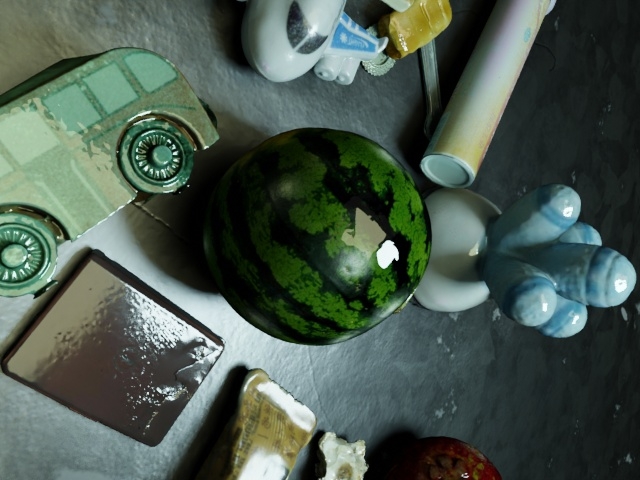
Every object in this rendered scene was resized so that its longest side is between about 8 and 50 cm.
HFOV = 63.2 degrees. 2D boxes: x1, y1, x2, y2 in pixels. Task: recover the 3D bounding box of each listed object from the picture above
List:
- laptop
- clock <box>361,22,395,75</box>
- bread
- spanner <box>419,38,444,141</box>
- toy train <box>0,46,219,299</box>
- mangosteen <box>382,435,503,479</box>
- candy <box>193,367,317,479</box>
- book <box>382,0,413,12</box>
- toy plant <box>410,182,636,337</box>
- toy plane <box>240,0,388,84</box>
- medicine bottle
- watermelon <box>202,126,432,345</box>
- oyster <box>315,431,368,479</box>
[{"bbox_3d":[-0.222,0.128,0.591,0.207,0.026,0.154,45,69,-33],"label":"laptop"},{"bbox_3d":[0.089,-0.295,0.807,0.083,0.010,0.074,-46,122,-26],"label":"clock"},{"bbox_3d":[0.147,-0.339,0.805,0.132,0.053,0.074,-40,116,-23],"label":"bread"},{"bbox_3d":[0.181,-0.319,0.878,0.071,0.017,0.302,-22,108,-36],"label":"spanner"},{"bbox_3d":[-0.243,-0.065,0.486,0.326,0.129,0.159,-43,114,-27],"label":"toy train"},{"bbox_3d":[0.201,0.461,0.876,0.215,0.215,0.258,-27,134,-35],"label":"mangosteen"},{"bbox_3d":[-0.104,0.312,0.667,0.143,0.101,0.271,43,62,-29],"label":"candy"},{"bbox_3d":[-0.014,-0.460,0.581,0.388,0.032,0.269,31,70,-13],"label":"book"},{"bbox_3d":[0.317,0.032,0.830,0.247,0.332,0.247,-7,100,-41],"label":"toy plant"},{"bbox_3d":[-0.013,-0.318,0.650,0.266,0.122,0.267,-7,102,-37],"label":"toy plane"},{"bbox_3d":[0.294,-0.285,0.907,0.108,0.108,0.426,41,68,-35],"label":"medicine bottle"},{"bbox_3d":[-0.004,-0.004,0.601,0.269,0.269,0.269,-6,99,-39],"label":"watermelon"},{"bbox_3d":[0.024,0.377,0.806,0.103,0.051,0.148,22,66,-36],"label":"oyster"}]
